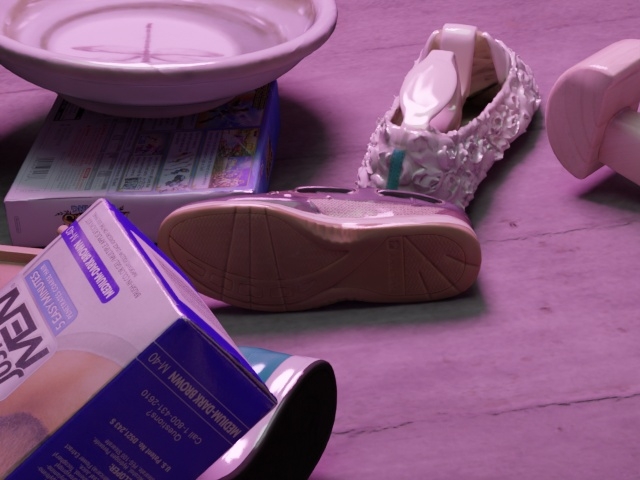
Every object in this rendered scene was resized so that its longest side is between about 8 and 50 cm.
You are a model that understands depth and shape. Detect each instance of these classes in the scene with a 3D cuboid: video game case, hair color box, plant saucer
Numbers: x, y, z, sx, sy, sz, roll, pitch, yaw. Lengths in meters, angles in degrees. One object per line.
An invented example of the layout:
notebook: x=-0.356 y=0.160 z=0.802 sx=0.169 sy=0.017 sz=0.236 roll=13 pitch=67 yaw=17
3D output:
video game case: x=-0.172 y=-0.081 z=1.675 sx=0.244 sy=0.061 sz=0.269 roll=-3 pitch=28 yaw=6
hair color box: x=-0.210 y=0.148 z=1.059 sx=0.339 sy=0.110 sz=0.185 roll=-44 pitch=34 yaw=0
plant saucer: x=-0.184 y=-0.216 z=1.727 sx=0.400 sy=0.100 sz=0.400 roll=4 pitch=29 yaw=-2

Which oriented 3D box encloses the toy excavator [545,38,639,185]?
toy excavator: x=0.437 y=-0.071 z=1.403 sx=0.222 sy=0.445 sz=0.433 roll=-31 pitch=78 yaw=-39

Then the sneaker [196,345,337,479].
sneaker: x=-0.130 y=0.163 z=1.156 sx=0.178 sy=0.124 sz=0.295 roll=9 pitch=32 yaw=27

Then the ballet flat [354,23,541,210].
ballet flat: x=0.138 y=-0.142 z=1.655 sx=0.147 sy=0.147 sz=0.409 roll=3 pitch=29 yaw=16

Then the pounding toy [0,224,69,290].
pounding toy: x=-0.245 y=0.063 z=1.406 sx=0.206 sy=0.094 sz=0.181 roll=6 pitch=24 yaw=2

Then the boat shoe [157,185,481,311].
boat shoe: x=0.000 y=0.000 z=1.461 sx=0.285 sy=0.103 sz=0.092 roll=0 pitch=24 yaw=3
